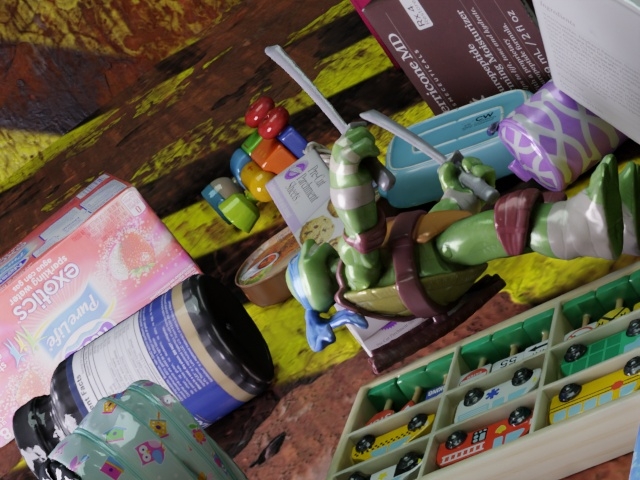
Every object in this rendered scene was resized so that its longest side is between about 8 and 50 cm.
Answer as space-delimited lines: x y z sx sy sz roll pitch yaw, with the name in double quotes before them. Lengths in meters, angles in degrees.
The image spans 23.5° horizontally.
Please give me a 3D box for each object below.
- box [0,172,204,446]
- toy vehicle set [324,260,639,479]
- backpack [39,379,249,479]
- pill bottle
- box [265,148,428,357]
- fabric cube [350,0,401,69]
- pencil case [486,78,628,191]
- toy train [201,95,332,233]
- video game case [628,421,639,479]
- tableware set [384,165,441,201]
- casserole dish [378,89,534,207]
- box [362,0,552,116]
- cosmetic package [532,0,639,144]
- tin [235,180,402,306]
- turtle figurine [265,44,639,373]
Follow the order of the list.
"box" -0.300 0.073 1.748 0.300 0.142 0.154 -41 18 -11
"toy vehicle set" 0.125 0.111 1.042 0.267 0.035 0.166 -27 20 27
"backpack" -0.104 0.186 1.043 0.115 0.182 0.152 -46 19 -26
"pill bottle" -0.162 0.133 1.376 0.219 0.123 0.123 -33 18 12
"box" 0.021 0.008 1.382 0.067 0.063 0.324 -35 26 2
"fabric cube" 0.164 -0.415 1.922 0.258 0.254 0.259 -22 23 37
"pencil case" 0.249 -0.126 1.336 0.206 0.086 0.088 -38 -15 -7
"toy train" -0.057 -0.067 1.730 0.143 0.105 0.248 -47 18 1
"video game case" 0.293 0.070 0.796 0.269 0.061 0.244 -26 20 32
"tableware set" 0.144 -0.087 1.494 0.169 0.020 0.141 -37 29 -18
"casserole dish" 0.135 -0.091 1.448 0.188 0.037 0.114 -18 30 17
"box" 0.192 -0.239 1.570 0.203 0.168 0.167 -13 31 52
"cosmetic package" 0.270 -0.188 1.197 0.151 0.183 0.151 -41 53 -10
"tin" 0.000 0.000 1.549 0.190 0.040 0.106 -34 14 5
"turtle figurine" 0.096 -0.051 1.143 0.266 0.198 0.274 -4 56 23
